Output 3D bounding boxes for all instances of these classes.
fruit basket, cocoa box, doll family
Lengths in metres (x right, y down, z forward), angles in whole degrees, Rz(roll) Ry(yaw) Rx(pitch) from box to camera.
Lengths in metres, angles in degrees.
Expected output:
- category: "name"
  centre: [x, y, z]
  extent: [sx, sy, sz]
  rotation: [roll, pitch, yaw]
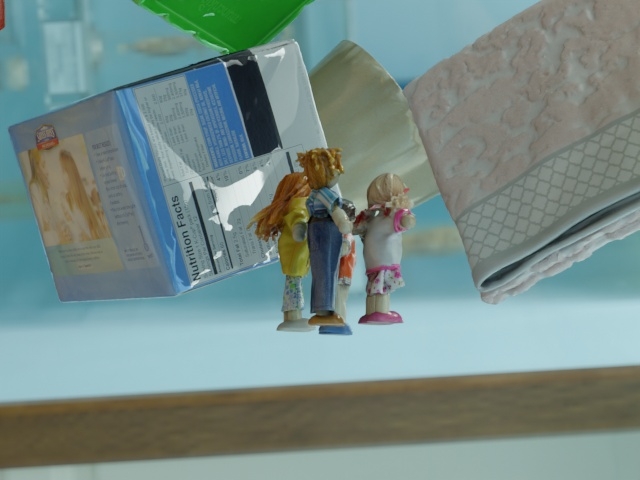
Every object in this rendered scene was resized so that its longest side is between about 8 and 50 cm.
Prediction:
- category: "fruit basket"
  centre: [-0.192, -0.469, 2.200]
  extent: [0.392, 0.283, 0.392]
  rotation: [46, 13, -14]
- category: "cocoa box"
  centre: [-0.170, -0.069, 1.793]
  extent: [0.347, 0.228, 0.231]
  rotation: [-6, -78, 60]
- category: "doll family"
  centre: [0.000, 0.000, 1.487]
  extent: [0.263, 0.118, 0.163]
  rotation: [156, -64, -74]

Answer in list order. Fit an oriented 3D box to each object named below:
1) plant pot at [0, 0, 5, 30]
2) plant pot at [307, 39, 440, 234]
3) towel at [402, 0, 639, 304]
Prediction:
- category: "plant pot"
  centre: [-0.411, -0.267, 1.203]
  extent: [0.267, 0.267, 0.236]
  rotation: [-44, 158, -46]
- category: "plant pot"
  centre: [-0.004, -0.096, 2.210]
  extent: [0.256, 0.274, 0.256]
  rotation: [52, -9, 12]
- category: "towel"
  centre: [0.253, -0.130, 1.537]
  extent: [0.053, 0.332, 0.317]
  rotation: [45, 22, -42]
